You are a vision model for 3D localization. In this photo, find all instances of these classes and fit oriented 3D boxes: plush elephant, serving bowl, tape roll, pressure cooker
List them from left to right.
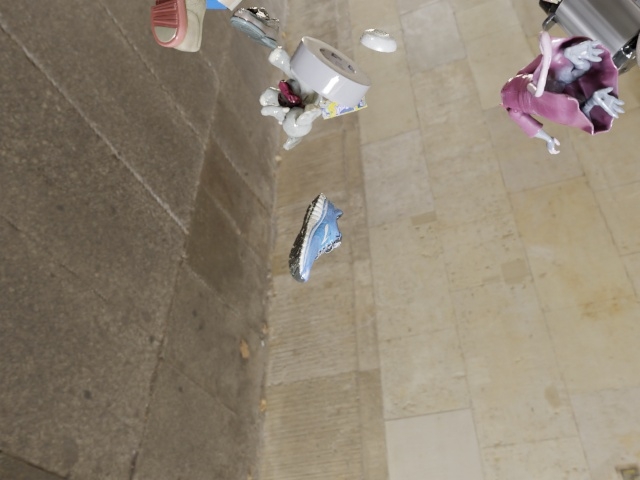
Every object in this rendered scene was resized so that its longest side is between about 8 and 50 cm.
[{"bbox_3d":[-0.106,-0.494,2.079,0.330,0.272,0.255,28,53,-7],"label":"plush elephant"},{"bbox_3d":[0.028,-0.449,1.482,0.219,0.072,0.219,26,31,-17],"label":"tape roll"},{"bbox_3d":[0.129,-0.441,1.212,0.083,0.083,0.027,-83,-172,-51],"label":"serving bowl"},{"bbox_3d":[0.927,-0.780,1.728,0.420,0.370,0.375,53,-22,12],"label":"pressure cooker"}]

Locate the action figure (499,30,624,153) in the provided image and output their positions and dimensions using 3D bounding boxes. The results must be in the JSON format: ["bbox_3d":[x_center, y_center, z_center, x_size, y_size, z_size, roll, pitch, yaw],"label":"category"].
[{"bbox_3d":[0.524,-0.339,1.331,0.370,0.276,0.248,-154,-114,-71],"label":"action figure"}]

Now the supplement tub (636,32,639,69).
[{"bbox_3d":[1.038,-0.510,1.444,0.235,0.325,0.235,-174,-90,-81],"label":"supplement tub"}]

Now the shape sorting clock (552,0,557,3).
[{"bbox_3d":[0.573,-0.702,1.562,0.206,0.206,0.040,-70,174,-62],"label":"shape sorting clock"}]

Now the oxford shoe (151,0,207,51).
[{"bbox_3d":[-0.361,-0.664,1.438,0.130,0.123,0.348,-4,100,-63],"label":"oxford shoe"}]

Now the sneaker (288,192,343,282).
[{"bbox_3d":[0.000,0.000,1.867,0.147,0.130,0.330,28,61,-12],"label":"sneaker"}]

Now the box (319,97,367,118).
[{"bbox_3d":[0.073,-0.441,1.810,0.054,0.169,0.059,-26,106,-35],"label":"box"}]

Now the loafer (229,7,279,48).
[{"bbox_3d":[-0.171,-0.592,1.501,0.267,0.096,0.084,-33,145,-78],"label":"loafer"}]

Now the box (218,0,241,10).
[{"bbox_3d":[-0.124,-0.619,1.078,0.148,0.311,0.121,46,12,-8],"label":"box"}]

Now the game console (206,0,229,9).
[{"bbox_3d":[-0.304,-0.892,1.770,0.293,0.250,0.173,-28,-104,60],"label":"game console"}]
